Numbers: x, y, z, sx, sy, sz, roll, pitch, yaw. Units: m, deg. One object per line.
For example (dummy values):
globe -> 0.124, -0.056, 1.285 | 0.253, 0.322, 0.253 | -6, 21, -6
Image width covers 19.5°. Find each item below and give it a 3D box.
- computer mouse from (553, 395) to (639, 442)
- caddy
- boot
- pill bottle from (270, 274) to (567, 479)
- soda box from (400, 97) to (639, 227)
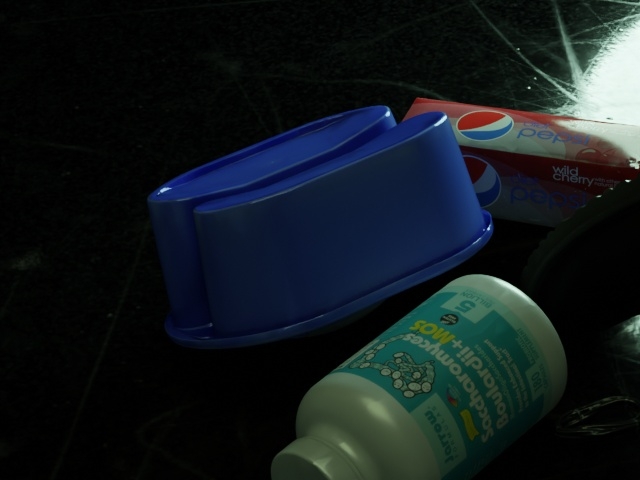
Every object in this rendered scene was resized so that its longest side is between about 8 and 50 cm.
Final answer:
computer mouse -> 0.327, 0.164, 1.637 | 0.242, 0.041, 0.071 | -5, 28, 12
caddy -> 0.000, 0.000, 1.784 | 0.341, 0.179, 0.241 | -23, 16, -23
boot -> 0.344, 0.061, 1.642 | 0.348, 0.131, 0.260 | -35, 53, 32
pill bottle -> 0.080, 0.150, 1.588 | 0.146, 0.146, 0.264 | 26, 46, 35
soda box -> 0.211, -0.077, 1.928 | 0.263, 0.092, 0.083 | 9, 37, 19
